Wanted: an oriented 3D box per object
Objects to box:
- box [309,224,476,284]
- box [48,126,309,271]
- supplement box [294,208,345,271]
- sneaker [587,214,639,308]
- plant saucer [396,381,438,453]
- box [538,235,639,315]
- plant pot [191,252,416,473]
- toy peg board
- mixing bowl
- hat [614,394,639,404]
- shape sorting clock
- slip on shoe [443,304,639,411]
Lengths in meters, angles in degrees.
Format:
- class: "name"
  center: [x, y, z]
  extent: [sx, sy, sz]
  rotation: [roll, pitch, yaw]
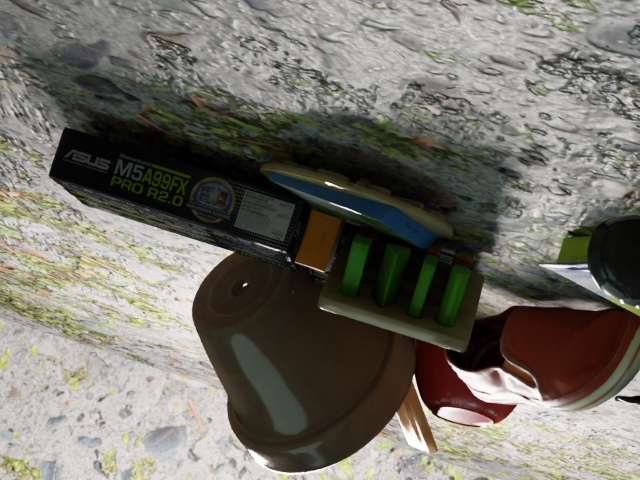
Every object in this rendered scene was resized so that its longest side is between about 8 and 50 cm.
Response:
- class: "box"
  center: [0.081, 0.038, 1.994]
  extent: [0.191, 0.045, 0.184]
  rotation: [16, 169, 5]
- class: "box"
  center: [-0.148, -0.042, 1.883]
  extent: [0.270, 0.060, 0.216]
  rotation: [18, 175, 5]
- class: "supplement box"
  center: [0.000, 0.000, 1.855]
  extent: [0.036, 0.062, 0.098]
  rotation: [18, 180, 3]
- class: "sneaker"
  center: [0.355, 0.023, 1.501]
  extent: [0.229, 0.086, 0.132]
  rotation: [14, 166, -31]
- class: "plant saucer"
  center: [0.110, 0.199, 2.315]
  extent: [0.037, 0.200, 0.200]
  rotation: [-20, 163, 1]
- class: "box"
  center: [0.316, 0.038, 1.671]
  extent: [0.178, 0.042, 0.109]
  rotation: [26, 164, -28]
- class: "plant pot"
  center: [-0.046, 0.129, 2.167]
  extent: [0.263, 0.263, 0.229]
  rotation: [5, 144, 45]
- class: "toy peg board"
  center: [0.097, 0.027, 1.802]
  extent: [0.161, 0.079, 0.160]
  rotation: [18, -153, 4]
- class: "mixing bowl"
  center: [0.200, 0.193, 2.302]
  extent: [0.181, 0.098, 0.181]
  rotation: [12, 160, 5]
- class: "hat"
  center: [0.480, 0.222, 1.814]
  extent: [0.331, 0.134, 0.331]
  rotation: [1, 171, 0]
- class: "shape sorting clock"
  center: [0.038, -0.043, 1.717]
  extent: [0.206, 0.040, 0.206]
  rotation: [23, 177, 1]
- class: "slip on shoe"
  center: [0.255, 0.125, 1.938]
  extent: [0.101, 0.123, 0.331]
  rotation: [36, 157, -22]
